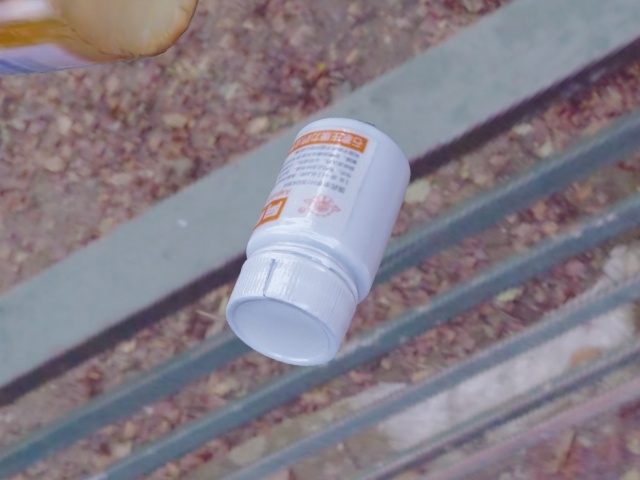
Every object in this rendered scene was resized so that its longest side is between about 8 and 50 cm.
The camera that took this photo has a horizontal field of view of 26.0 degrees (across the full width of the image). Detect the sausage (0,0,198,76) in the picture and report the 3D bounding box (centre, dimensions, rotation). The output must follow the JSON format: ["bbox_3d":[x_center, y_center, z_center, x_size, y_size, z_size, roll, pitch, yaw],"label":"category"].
[{"bbox_3d":[-0.223,-0.187,0.690,0.287,0.233,0.233,-1,76,23],"label":"sausage"}]

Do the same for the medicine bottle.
[{"bbox_3d":[0.000,0.000,1.481,0.144,0.144,0.252,-2,50,27],"label":"medicine bottle"}]
